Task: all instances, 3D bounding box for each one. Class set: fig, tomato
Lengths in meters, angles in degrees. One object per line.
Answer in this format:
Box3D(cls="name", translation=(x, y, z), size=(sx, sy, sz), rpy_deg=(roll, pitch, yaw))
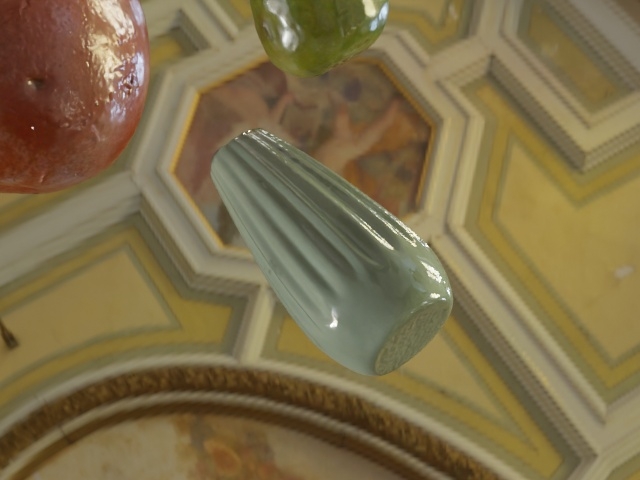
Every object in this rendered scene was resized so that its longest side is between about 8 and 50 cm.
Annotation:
Box3D(cls="fig", translation=(0.000, -0.299, 1.508), size=(0.167, 0.233, 0.167), rpy_deg=(0, -149, 0))
Box3D(cls="tomato", translation=(-0.219, -0.127, 0.895), size=(0.208, 0.208, 0.184), rpy_deg=(5, -92, 7))

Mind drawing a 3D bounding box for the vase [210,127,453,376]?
Box3D(cls="vase", translation=(0.000, 0.000, 1.139), size=(0.128, 0.128, 0.248), rpy_deg=(-36, -116, -16))
